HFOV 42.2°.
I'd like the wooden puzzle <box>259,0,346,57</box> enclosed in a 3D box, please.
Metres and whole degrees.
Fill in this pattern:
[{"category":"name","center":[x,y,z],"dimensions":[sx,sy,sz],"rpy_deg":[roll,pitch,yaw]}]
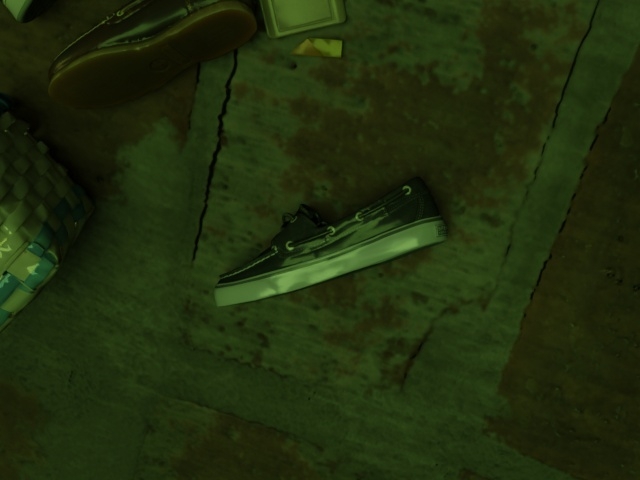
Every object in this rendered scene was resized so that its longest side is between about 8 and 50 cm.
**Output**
[{"category":"wooden puzzle","center":[-0.018,-0.218,0.734],"dimensions":[0.079,0.014,0.116],"rpy_deg":[-4,106,7]}]

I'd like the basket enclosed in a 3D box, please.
[{"category":"basket","center":[-0.361,-0.048,0.724],"dimensions":[0.201,0.255,0.289],"rpy_deg":[-41,105,12]}]

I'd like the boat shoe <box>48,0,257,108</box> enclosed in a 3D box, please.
[{"category":"boat shoe","center":[-0.152,-0.184,0.746],"dimensions":[0.207,0.073,0.073],"rpy_deg":[-19,65,12]}]

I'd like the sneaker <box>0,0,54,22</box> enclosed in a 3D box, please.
[{"category":"sneaker","center":[-0.248,-0.323,0.707],"dimensions":[0.226,0.086,0.163],"rpy_deg":[-41,98,20]}]

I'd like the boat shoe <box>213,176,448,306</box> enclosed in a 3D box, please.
[{"category":"boat shoe","center":[0.000,0.000,0.766],"dimensions":[0.229,0.080,0.076],"rpy_deg":[-19,85,19]}]
